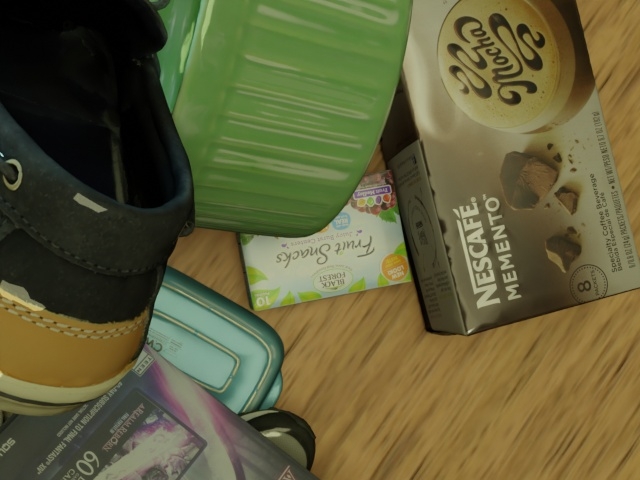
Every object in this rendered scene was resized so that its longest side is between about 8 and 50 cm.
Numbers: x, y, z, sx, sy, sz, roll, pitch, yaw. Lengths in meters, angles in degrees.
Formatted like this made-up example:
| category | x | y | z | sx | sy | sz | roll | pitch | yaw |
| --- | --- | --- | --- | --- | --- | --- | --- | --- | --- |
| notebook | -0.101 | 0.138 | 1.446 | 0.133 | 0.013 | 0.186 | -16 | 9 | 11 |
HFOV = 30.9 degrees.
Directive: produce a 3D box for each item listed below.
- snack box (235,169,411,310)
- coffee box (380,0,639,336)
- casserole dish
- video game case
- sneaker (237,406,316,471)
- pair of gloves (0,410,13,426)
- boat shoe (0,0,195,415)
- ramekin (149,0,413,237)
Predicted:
| category | x | y | z | sx | sy | sz | roll | pitch | yaw |
| --- | --- | --- | --- | --- | --- | --- | --- | --- | --- |
| snack box | 0.000 | 0.000 | 1.005 | 0.141 | 0.037 | 0.100 | -11 | 92 | -11 |
| coffee box | 0.147 | -0.081 | 0.994 | 0.168 | 0.119 | 0.297 | -13 | 91 | -12 |
| casserole dish | -0.116 | 0.093 | 0.982 | 0.188 | 0.037 | 0.114 | 30 | 83 | -8 |
| video game case | -0.110 | 0.203 | 0.857 | 0.274 | 0.026 | 0.196 | 37 | 49 | 4 |
| sneaker | -0.099 | 0.252 | 0.936 | 0.271 | 0.108 | 0.100 | -46 | 113 | -8 |
| pair of gloves | -0.215 | 0.167 | 0.878 | 0.240 | 0.042 | 0.204 | 37 | 44 | 11 |
| boat shoe | -0.180 | -0.129 | 0.731 | 0.187 | 0.500 | 0.156 | 16 | 128 | -34 |
| ramekin | -0.048 | -0.145 | 0.874 | 0.148 | 0.303 | 0.303 | 12 | 86 | -18 |
